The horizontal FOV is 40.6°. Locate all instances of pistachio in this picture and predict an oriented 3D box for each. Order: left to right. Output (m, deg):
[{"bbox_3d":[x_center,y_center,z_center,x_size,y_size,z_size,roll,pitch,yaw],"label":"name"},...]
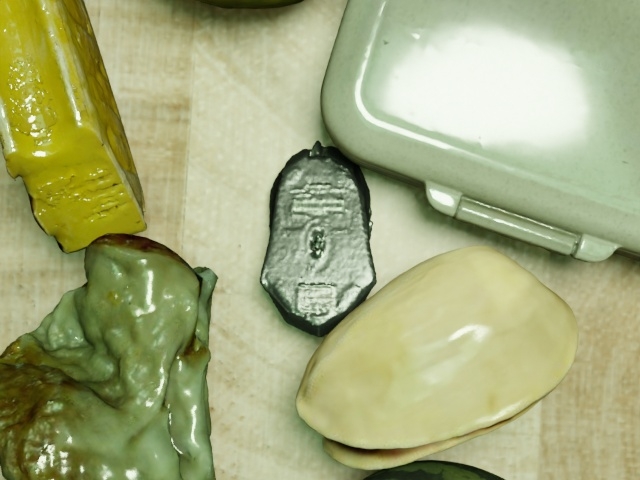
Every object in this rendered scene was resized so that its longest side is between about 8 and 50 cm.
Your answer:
[{"bbox_3d":[0.092,0.100,0.699,0.229,0.157,0.157,-28,88,-4],"label":"pistachio"}]

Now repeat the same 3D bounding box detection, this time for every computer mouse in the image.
[{"bbox_3d":[0.000,0.000,0.757,0.099,0.057,0.172,0,77,3],"label":"computer mouse"}]

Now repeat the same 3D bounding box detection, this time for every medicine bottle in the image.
[{"bbox_3d":[0.200,-0.135,0.720,0.375,0.123,0.282,19,88,1],"label":"medicine bottle"}]

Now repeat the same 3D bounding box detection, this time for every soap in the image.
[{"bbox_3d":[-0.218,-0.120,0.711,0.080,0.160,0.257,-18,89,-1],"label":"soap"}]

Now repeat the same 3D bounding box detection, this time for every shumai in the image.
[{"bbox_3d":[-0.131,0.134,0.682,0.204,0.222,0.272,-39,79,-4],"label":"shumai"}]

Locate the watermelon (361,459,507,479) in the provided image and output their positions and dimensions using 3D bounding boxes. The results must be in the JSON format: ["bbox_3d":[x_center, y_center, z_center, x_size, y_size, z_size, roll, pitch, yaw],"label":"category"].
[{"bbox_3d":[0.090,0.276,0.674,0.212,0.212,0.212,0,89,1],"label":"watermelon"}]

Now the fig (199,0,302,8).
[{"bbox_3d":[-0.068,-0.307,0.657,0.239,0.271,0.239,-2,85,20],"label":"fig"}]
